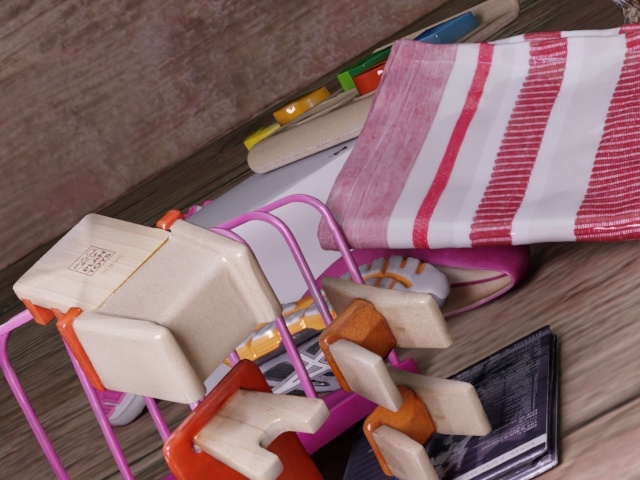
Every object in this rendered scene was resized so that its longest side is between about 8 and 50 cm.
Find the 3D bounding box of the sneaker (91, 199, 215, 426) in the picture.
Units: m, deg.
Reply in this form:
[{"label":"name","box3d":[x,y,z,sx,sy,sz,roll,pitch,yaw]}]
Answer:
[{"label":"sneaker","box3d":[-0.136,0.090,1.867,0.252,0.111,0.103,-54,35,-4]}]

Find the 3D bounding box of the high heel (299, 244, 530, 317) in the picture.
[{"label":"high heel","box3d":[0.068,0.053,1.535,0.244,0.082,0.117,-25,22,18]}]

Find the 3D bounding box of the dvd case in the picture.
[{"label":"dvd case","box3d":[0.086,0.137,1.231,0.164,0.018,0.221,-29,11,15]}]

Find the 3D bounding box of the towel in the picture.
[{"label":"towel","box3d":[0.176,-0.086,1.441,0.329,0.037,0.237,-2,45,26]}]

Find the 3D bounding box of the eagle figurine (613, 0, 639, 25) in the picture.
[{"label":"eagle figurine","box3d":[0.317,-0.198,1.726,0.226,0.225,0.298,98,178,-51]}]

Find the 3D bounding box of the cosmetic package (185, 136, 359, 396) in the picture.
[{"label":"cosmetic package","box3d":[0.000,0.000,1.713,0.365,0.155,0.197,-32,12,-5]}]

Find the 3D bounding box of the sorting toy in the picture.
[{"label":"sorting toy","box3d":[0.024,-0.144,1.753,0.307,0.041,0.229,-19,17,46]}]

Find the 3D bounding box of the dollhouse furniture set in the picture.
[{"label":"dollhouse furniture set","box3d":[-0.058,0.109,1.072,0.135,0.259,0.262,11,48,44]}]

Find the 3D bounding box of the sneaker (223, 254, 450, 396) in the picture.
[{"label":"sneaker","box3d":[0.020,0.079,1.508,0.215,0.083,0.084,-23,14,31]}]

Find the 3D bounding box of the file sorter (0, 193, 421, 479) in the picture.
[{"label":"file sorter","box3d":[-0.101,0.096,1.346,0.202,0.182,0.291,-26,0,29]}]
